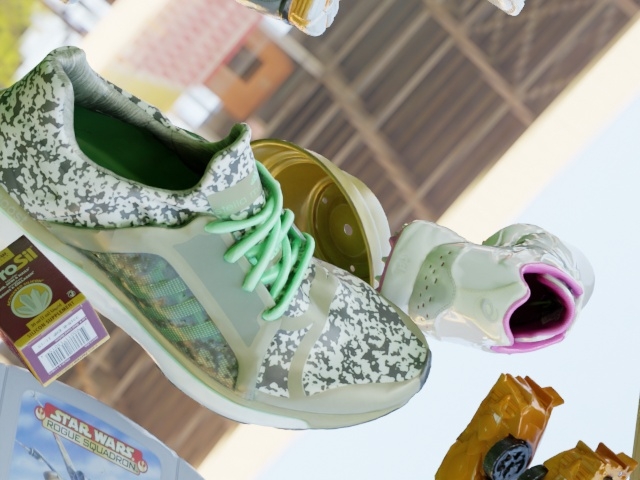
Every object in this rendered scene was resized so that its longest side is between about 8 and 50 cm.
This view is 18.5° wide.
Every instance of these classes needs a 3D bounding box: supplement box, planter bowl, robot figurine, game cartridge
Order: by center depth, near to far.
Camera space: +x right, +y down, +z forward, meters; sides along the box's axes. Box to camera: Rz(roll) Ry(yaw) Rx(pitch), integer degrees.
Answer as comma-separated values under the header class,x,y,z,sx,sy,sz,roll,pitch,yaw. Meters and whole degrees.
class,x,y,z,sx,sy,sz,roll,pitch,yaw
supplement box,-0.180,0.043,1.239,0.055,0.043,0.083,-39,-132,-14
game cartridge,-0.194,0.209,1.468,0.062,0.297,0.198,-24,-133,39
robot figurine,0.150,0.276,1.714,0.211,0.085,0.291,44,-66,42
planter bowl,0.000,0.000,1.840,0.090,0.217,0.217,-21,175,-42

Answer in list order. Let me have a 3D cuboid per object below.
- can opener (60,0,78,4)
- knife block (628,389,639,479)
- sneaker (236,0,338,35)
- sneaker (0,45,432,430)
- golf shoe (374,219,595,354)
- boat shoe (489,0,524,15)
class,x,y,z,sx,sy,sz,roll,pitch,yaw
can opener,-0.235,-0.324,1.812,0.074,0.093,0.280,-51,170,-23
knife block,0.335,0.203,1.888,0.242,0.276,0.088,-39,165,8
sneaker,-0.007,-0.253,1.472,0.084,0.083,0.215,83,24,-55
sneaker,-0.077,-0.002,1.412,0.182,0.410,0.158,-42,-155,48
golf shoe,0.168,0.052,1.632,0.140,0.306,0.115,20,-78,33
boat shoe,0.198,-0.353,2.340,0.097,0.116,0.324,-42,-160,4
